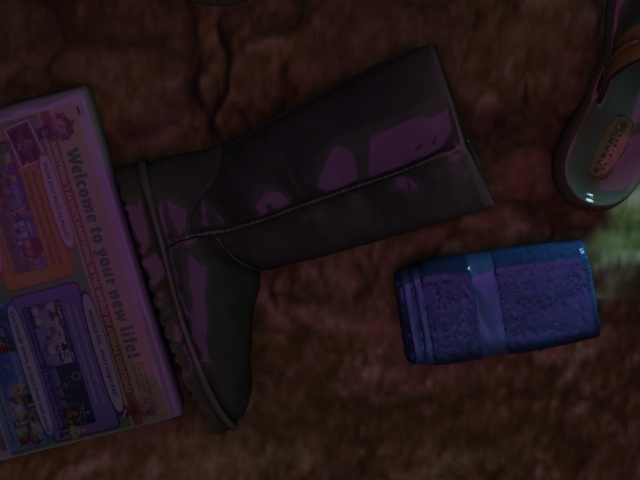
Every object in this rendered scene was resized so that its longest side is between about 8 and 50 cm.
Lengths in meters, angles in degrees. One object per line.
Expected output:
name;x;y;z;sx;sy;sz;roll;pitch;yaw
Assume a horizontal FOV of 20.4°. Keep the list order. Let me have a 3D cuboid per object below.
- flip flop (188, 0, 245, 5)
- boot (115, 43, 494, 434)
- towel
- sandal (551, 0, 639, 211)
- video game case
flip flop;-0.152;-0.201;0.991;0.277;0.080;0.112;20;104;-2
boot;0.001;0.001;1.056;0.208;0.076;0.190;-17;103;-2
towel;0.106;0.037;1.080;0.119;0.029;0.067;-8;105;3
sandal;0.189;-0.096;1.034;0.072;0.049;0.180;21;104;-5
video game case;-0.203;0.030;1.083;0.193;0.023;0.212;-14;103;4
